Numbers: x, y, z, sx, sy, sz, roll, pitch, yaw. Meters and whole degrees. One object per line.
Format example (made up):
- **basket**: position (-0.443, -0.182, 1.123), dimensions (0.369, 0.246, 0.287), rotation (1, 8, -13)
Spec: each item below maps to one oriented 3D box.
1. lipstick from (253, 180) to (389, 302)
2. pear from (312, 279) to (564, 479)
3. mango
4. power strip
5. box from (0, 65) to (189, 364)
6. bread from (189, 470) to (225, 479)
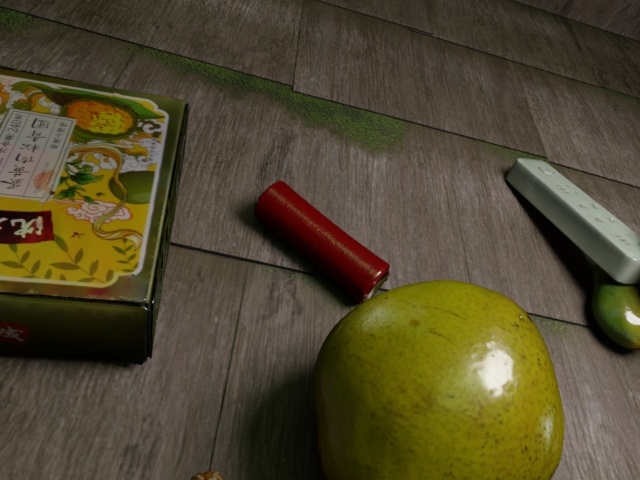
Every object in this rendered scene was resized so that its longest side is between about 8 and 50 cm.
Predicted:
- **lipstick**: position (0.000, 0.000, 0.833), dimensions (0.241, 0.080, 0.080), rotation (39, 48, 16)
- **pear**: position (0.132, 0.185, 0.591), dimensions (0.294, 0.294, 0.294), rotation (10, 48, -11)
- **mango**: position (0.554, 0.112, 0.931), dimensions (0.122, 0.086, 0.191), rotation (23, 46, 11)
- **power strip**: position (0.504, -0.060, 1.033), dimensions (0.091, 0.062, 0.385), rotation (0, 38, -21)
- **box**: position (-0.390, -0.058, 0.702), dimensions (0.372, 0.138, 0.421), rotation (8, 47, -14)
- **bread**: position (-0.156, 0.323, 0.495), dimensions (0.104, 0.076, 0.233), rotation (27, 45, 1)
